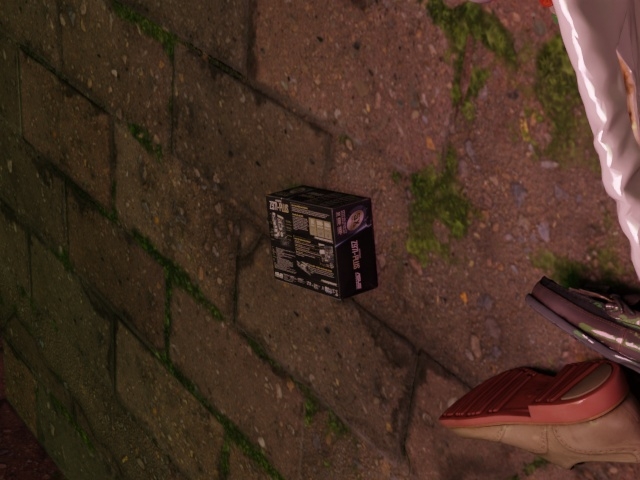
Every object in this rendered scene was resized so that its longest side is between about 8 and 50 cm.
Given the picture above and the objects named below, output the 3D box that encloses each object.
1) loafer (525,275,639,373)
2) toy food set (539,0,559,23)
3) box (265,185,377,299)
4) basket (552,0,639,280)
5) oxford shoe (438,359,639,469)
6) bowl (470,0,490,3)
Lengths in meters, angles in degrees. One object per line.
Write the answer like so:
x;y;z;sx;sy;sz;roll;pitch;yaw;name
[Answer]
0.372;0.106;1.200;0.302;0.109;0.095;34;98;40;loafer
0.283;-0.287;1.213;0.082;0.020;0.083;27;125;47;toy food set
0.000;0.000;1.684;0.180;0.078;0.147;13;114;52;box
0.366;-0.161;0.788;0.331;0.266;0.328;-16;101;23;basket
0.275;0.242;1.359;0.130;0.123;0.348;57;155;-7;oxford shoe
0.188;-0.371;1.287;0.142;0.053;0.142;-44;68;51;bowl
